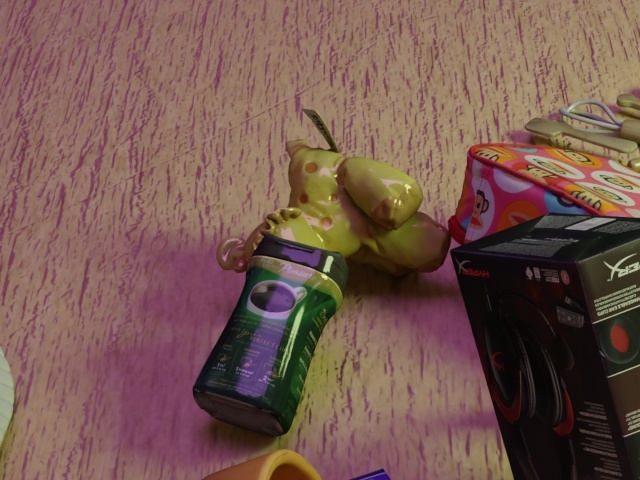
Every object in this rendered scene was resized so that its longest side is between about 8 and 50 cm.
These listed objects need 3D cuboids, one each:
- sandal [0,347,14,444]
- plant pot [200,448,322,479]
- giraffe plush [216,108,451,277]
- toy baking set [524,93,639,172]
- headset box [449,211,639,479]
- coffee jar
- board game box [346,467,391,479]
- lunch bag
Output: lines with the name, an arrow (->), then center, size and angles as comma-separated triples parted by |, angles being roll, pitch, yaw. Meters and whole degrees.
sandal -> -0.371, 0.180, 1.775 | 0.102, 0.169, 0.416 | -42, 27, 17
plant pot -> -0.083, 0.313, 1.389 | 0.203, 0.291, 0.291 | -16, 29, 12
giraffe plush -> 0.000, 0.000, 1.987 | 0.170, 0.210, 0.181 | -52, 21, -21
toy baking set -> 0.377, -0.127, 2.265 | 0.256, 0.030, 0.197 | -15, 30, -17
headset box -> 0.234, 0.133, 1.594 | 0.110, 0.293, 0.218 | -20, 11, -21
coffee jar -> -0.043, 0.086, 1.848 | 0.096, 0.079, 0.184 | 15, 66, 19
board game box -> -0.009, 0.269, 1.654 | 0.201, 0.035, 0.136 | -15, 33, -17
lunch bag -> 0.299, -0.004, 1.946 | 0.258, 0.120, 0.293 | -1, 24, -39
